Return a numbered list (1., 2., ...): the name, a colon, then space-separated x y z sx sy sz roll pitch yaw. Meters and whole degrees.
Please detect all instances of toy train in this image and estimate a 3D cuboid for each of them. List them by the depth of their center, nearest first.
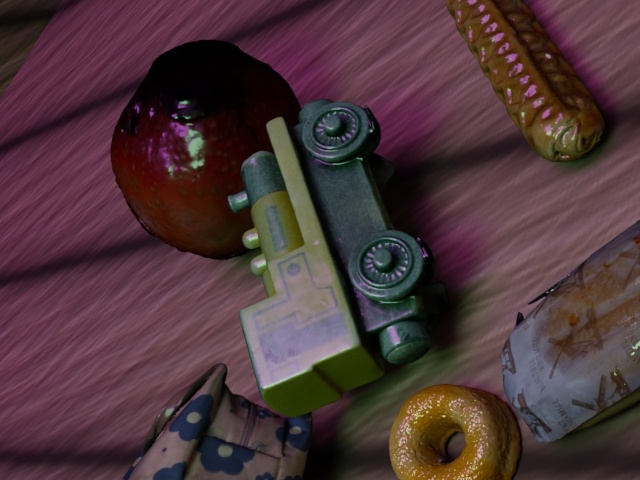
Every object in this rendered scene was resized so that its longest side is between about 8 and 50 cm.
1. toy train: 0.000 0.000 1.142 0.237 0.150 0.368 -23 58 8

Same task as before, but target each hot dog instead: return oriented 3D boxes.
1. hot dog: 0.281 0.086 0.917 0.270 0.082 0.162 -44 33 33

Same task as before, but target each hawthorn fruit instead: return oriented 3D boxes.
1. hawthorn fruit: -0.153 -0.127 1.348 0.316 0.316 0.315 -26 51 37

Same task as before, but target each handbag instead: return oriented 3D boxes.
1. handbag: -0.136 0.282 1.146 0.251 0.190 0.193 -46 14 50

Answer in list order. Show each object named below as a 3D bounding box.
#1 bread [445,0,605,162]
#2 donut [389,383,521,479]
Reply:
1. bread: 0.234 -0.226 1.148 0.077 0.084 0.367 96 161 -46
2. donut: 0.136 0.218 1.020 0.152 0.058 0.151 -23 54 36
